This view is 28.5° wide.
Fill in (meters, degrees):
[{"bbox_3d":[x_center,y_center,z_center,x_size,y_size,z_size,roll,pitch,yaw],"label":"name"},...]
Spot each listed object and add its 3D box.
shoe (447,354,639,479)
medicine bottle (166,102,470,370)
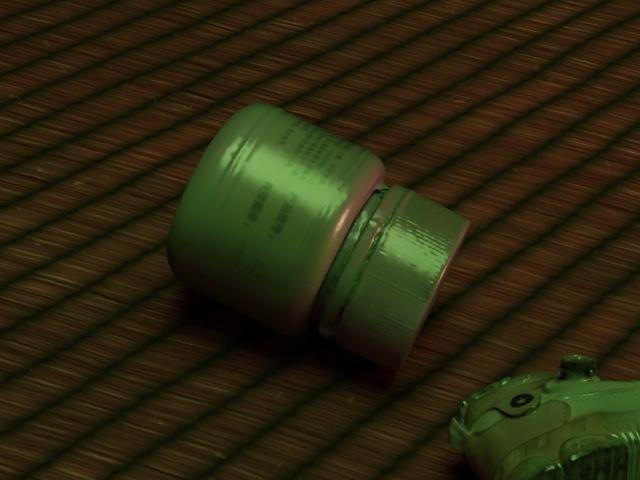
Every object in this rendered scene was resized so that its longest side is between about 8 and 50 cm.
[{"bbox_3d":[0.313,0.207,1.353,0.351,0.171,0.198,-3,27,-26],"label":"shoe"},{"bbox_3d":[0.000,0.000,1.481,0.302,0.241,0.241,27,44,7],"label":"medicine bottle"}]
